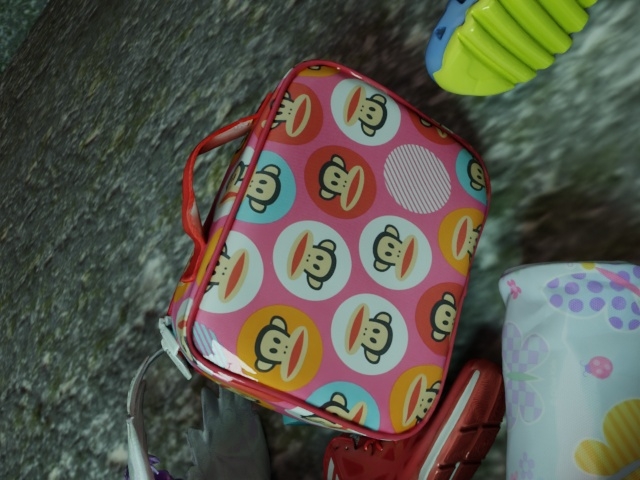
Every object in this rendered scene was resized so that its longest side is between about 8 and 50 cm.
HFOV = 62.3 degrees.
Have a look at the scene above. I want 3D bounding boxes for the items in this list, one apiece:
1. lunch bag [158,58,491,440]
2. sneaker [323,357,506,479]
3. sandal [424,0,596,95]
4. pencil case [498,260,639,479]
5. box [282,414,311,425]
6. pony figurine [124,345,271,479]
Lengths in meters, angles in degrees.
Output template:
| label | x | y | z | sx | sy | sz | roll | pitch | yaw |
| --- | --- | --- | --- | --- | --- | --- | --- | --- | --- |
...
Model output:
| label | x | y | z | sx | sy | sz | roll | pitch | yaw |
| --- | --- | --- | --- | --- | --- | --- | --- | --- | --- |
| lunch bag | 0.000 | 0.000 | 0.459 | 0.120 | 0.258 | 0.292 | -25 | 40 | 65 |
| sneaker | 0.068 | 0.184 | 0.481 | 0.128 | 0.087 | 0.221 | 30 | 94 | 43 |
| sandal | 0.208 | -0.281 | 0.514 | 0.317 | 0.126 | 0.138 | -51 | 44 | 4 |
| pencil case | 0.183 | 0.149 | 0.371 | 0.114 | 0.124 | 0.272 | 6 | 75 | -1 |
| box | -0.005 | 0.075 | 0.604 | 0.101 | 0.060 | 0.244 | -30 | 56 | 31 |
| pony figurine | -0.143 | 0.307 | 0.482 | 0.364 | 0.303 | 0.350 | -24 | 72 | 5 |
